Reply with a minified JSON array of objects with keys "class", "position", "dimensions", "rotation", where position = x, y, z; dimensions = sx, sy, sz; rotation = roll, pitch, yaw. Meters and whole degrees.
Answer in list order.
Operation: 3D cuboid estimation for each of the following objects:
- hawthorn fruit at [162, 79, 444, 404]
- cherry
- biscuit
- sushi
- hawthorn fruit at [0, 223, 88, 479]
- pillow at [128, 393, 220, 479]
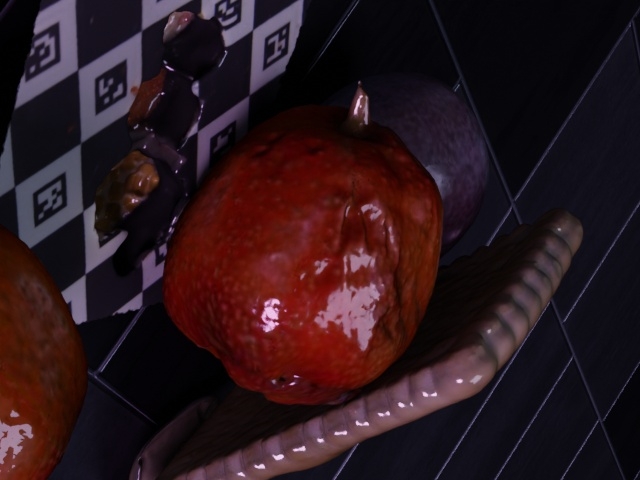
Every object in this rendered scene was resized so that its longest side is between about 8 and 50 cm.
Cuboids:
[{"class":"hawthorn fruit","position":[-0.004,0.013,0.995],"dimensions":[0.179,0.173,0.173],"rotation":[-41,152,-7]},{"class":"cherry","position":[0.041,-0.041,1.148],"dimensions":[0.176,0.140,0.176],"rotation":[-41,178,-2]},{"class":"biscuit","position":[0.029,0.092,1.128],"dimensions":[0.325,0.044,0.217],"rotation":[-29,-166,38]},{"class":"sushi","position":[-0.111,-0.089,0.937],"dimensions":[0.264,0.050,0.290],"rotation":[-14,129,-58]},{"class":"hawthorn fruit","position":[-0.202,0.049,0.775],"dimensions":[0.169,0.169,0.188],"rotation":[-43,122,-33]},{"class":"pillow","position":[-0.128,0.221,1.248],"dimensions":[0.130,0.033,0.218],"rotation":[-33,143,-57]}]
